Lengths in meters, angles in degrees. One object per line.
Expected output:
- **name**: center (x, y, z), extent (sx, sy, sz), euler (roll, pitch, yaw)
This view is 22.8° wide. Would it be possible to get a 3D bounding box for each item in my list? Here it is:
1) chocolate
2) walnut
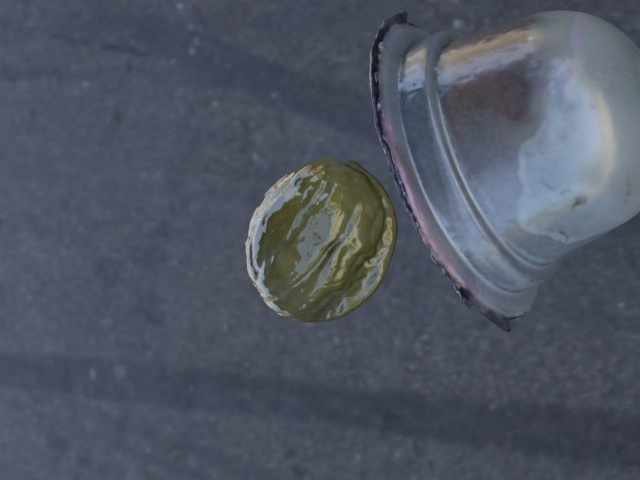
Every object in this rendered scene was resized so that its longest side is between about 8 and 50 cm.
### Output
- **chocolate**: center (0.137, -0.066, 0.964), extent (0.147, 0.221, 0.221), euler (-21, 77, 19)
- **walnut**: center (0.000, 0.000, 0.832), extent (0.092, 0.092, 0.092), euler (14, 108, 51)
